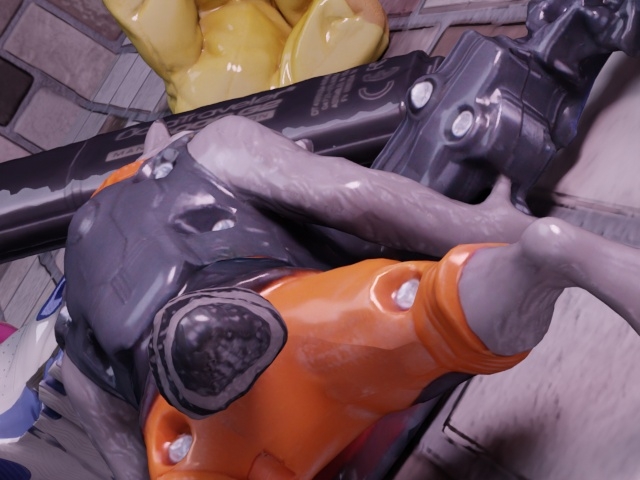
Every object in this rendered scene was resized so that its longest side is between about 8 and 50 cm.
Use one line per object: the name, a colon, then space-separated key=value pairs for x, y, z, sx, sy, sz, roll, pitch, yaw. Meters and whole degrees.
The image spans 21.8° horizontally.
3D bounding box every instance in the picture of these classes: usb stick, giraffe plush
usb stick: x=-0.064 y=-0.042 z=0.867 sx=0.278 sy=0.045 sz=0.077 roll=-13 pitch=27 yaw=21
giraffe plush: x=-0.050 y=-0.121 z=1.095 sx=0.170 sy=0.181 sz=0.210 roll=-144 pitch=51 yaw=-86

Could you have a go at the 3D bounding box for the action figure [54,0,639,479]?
action figure: x=0.000 y=0.000 z=0.594 sx=0.341 sy=0.178 sz=0.330 roll=-59 pitch=23 yaw=1

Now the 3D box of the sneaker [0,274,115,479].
sneaker: x=-0.114 y=0.060 z=0.973 sx=0.315 sy=0.127 sz=0.182 roll=-29 pitch=28 yaw=49

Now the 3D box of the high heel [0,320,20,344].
high heel: x=-0.229 y=0.119 z=1.214 sx=0.244 sy=0.082 sz=0.117 roll=-13 pitch=32 yaw=36
